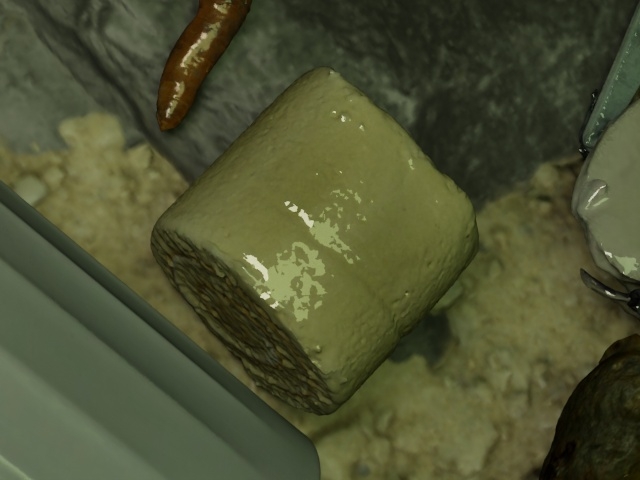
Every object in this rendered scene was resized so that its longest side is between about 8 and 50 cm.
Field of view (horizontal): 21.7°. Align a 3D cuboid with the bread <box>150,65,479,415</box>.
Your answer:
[{"bbox_3d":[0.000,0.000,0.934,0.141,0.134,0.148,-47,116,-21],"label":"bread"}]

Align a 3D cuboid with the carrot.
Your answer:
[{"bbox_3d":[-0.060,-0.135,0.979,0.035,0.035,0.165,25,77,-19],"label":"carrot"}]

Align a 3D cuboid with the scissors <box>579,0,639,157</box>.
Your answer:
[{"bbox_3d":[0.252,-0.208,1.131,0.191,0.029,0.360,31,76,-12],"label":"scissors"}]

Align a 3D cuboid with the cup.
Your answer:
[{"bbox_3d":[-0.195,0.104,0.744,0.327,0.323,0.237,41,106,-16],"label":"cup"}]

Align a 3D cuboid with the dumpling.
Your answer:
[{"bbox_3d":[0.304,-0.012,1.053,0.293,0.163,0.205,17,86,-13],"label":"dumpling"}]

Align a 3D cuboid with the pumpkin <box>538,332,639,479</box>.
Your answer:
[{"bbox_3d":[0.245,0.234,0.957,0.325,0.242,0.232,43,61,-9],"label":"pumpkin"}]
